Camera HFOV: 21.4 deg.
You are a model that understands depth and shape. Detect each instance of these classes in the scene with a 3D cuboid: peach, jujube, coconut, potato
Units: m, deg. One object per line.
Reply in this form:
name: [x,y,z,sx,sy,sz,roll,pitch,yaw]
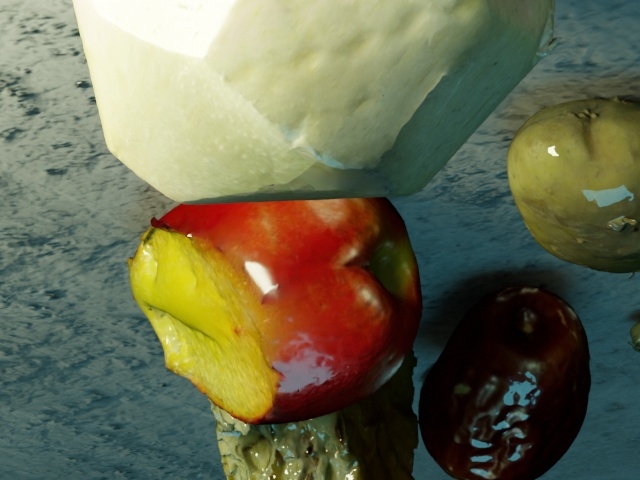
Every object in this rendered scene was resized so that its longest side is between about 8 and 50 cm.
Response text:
peach: [-0.067,0.058,1.750,0.338,0.281,0.281,-11,156,27]
jujube: [0.238,0.186,2.155,0.223,0.223,0.318,-2,146,-6]
coconut: [-0.013,-0.170,1.182,0.353,0.352,0.352,-4,156,-2]
potato: [0.300,-0.045,1.724,0.192,0.141,0.296,-11,158,20]

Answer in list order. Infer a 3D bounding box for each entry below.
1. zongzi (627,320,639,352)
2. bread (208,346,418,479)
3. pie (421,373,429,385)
zongzi: [0.452,0.103,2.202,0.109,0.055,0.119,-6,145,7]
bread: [-0.028,0.220,2.077,0.191,0.314,0.370,-7,163,27]
pie: [0.233,0.209,2.398,0.182,0.049,0.182,0,155,0]
